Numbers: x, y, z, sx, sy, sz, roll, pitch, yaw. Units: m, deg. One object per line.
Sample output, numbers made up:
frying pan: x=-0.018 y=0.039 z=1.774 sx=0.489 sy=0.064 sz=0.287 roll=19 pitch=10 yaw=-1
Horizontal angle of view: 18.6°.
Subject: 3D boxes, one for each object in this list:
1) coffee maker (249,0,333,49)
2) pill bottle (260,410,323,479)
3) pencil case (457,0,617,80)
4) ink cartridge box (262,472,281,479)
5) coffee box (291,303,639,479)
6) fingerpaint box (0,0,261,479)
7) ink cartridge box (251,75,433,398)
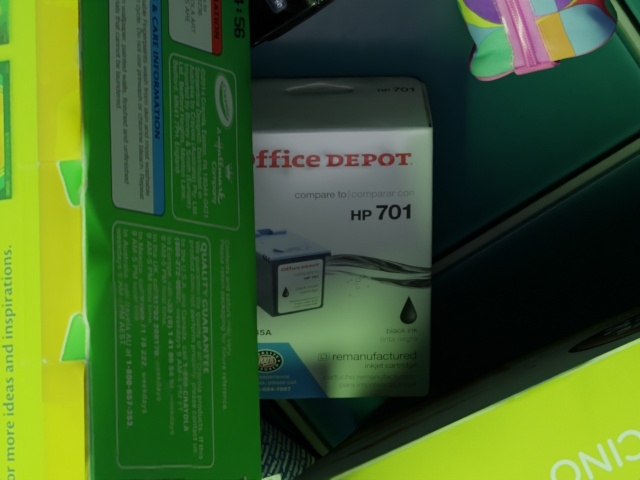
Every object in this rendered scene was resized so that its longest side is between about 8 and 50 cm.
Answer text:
coffee maker: x=-0.054 y=-0.207 z=1.112 sx=0.171 sy=0.120 sz=0.178 roll=-17 pitch=112 yaw=54
pill bottle: x=-0.065 y=0.169 z=1.299 sx=0.219 sy=0.123 sz=0.123 roll=38 pitch=110 yaw=-18
pencil case: x=0.095 y=-0.207 z=1.128 sx=0.104 sy=0.104 sz=0.236 roll=-21 pitch=116 yaw=9
ink cartridge box: x=-0.149 y=0.208 z=1.224 sx=0.255 sy=0.097 sz=0.189 roll=-16 pitch=135 yaw=-9
coffee box: x=0.210 y=0.216 z=1.148 sx=0.337 sy=0.334 sz=0.338 roll=-25 pitch=86 yaw=11
fingerpaint box: x=-0.224 y=0.030 z=1.018 sx=0.371 sy=0.163 sz=0.445 roll=-6 pitch=82 yaw=29
ink cartridge box: x=0.000 y=0.000 z=1.240 sx=0.139 sy=0.082 sz=0.191 roll=-1 pitch=118 yaw=-1
